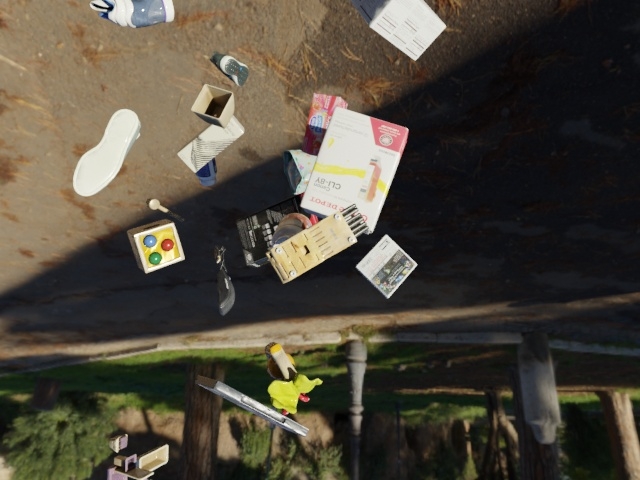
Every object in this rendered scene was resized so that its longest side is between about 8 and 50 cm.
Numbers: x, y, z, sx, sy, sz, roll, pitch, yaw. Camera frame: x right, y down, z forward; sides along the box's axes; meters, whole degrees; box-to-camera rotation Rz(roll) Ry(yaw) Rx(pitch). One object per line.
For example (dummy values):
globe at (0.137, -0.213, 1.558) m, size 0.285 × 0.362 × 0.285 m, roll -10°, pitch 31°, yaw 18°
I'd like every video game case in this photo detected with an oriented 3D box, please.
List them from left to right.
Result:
video game case at (-0.184, 0.430, 1.111) m, size 0.274 × 0.026 × 0.196 m, roll 35°, pitch 154°, yaw -18°
video game case at (0.258, 0.099, 1.660) m, size 0.173 × 0.190 × 0.022 m, roll 44°, pitch 159°, yaw 3°

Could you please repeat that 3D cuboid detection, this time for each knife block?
knife block at (0.000, 0.000, 1.112) m, size 0.276 × 0.088 × 0.242 m, roll -30°, pitch -179°, yaw -5°

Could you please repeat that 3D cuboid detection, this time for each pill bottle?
pill bottle at (-0.580, -0.372, 2.134) m, size 0.112 × 0.112 × 0.186 m, roll 3°, pitch 133°, yaw 3°
pill bottle at (-0.091, -0.004, 1.360) m, size 0.121 × 0.216 × 0.121 m, roll 1°, pitch 110°, yaw 3°

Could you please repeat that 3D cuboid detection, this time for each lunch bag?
lunch bag at (-0.070, -0.387, 2.307) m, size 0.224 × 0.262 × 0.160 m, roll -7°, pitch 149°, yaw -29°

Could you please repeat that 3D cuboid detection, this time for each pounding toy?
pounding toy at (-0.498, -0.030, 1.335) m, size 0.181 × 0.206 × 0.094 m, roll -22°, pitch -156°, yaw -33°

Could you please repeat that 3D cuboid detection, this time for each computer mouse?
computer mouse at (-0.363, 0.143, 1.620) m, size 0.060 × 0.262 × 0.184 m, roll -6°, pitch 135°, yaw -9°

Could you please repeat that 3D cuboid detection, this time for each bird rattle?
bird rattle at (-0.093, 0.387, 1.229) m, size 0.143 × 0.206 × 0.253 m, roll -27°, pitch 170°, yaw -12°

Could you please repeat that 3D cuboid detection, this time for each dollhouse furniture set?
dollhouse furniture set at (-0.287, 0.369, 0.727) m, size 0.081 × 0.090 × 0.114 m, roll -2°, pitch 176°, yaw 25°

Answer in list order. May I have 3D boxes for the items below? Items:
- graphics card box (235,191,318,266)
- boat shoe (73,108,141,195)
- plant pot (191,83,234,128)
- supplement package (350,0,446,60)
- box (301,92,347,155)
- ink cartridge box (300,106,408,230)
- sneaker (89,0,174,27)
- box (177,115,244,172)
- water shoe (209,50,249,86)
graphics card box at (-0.188, -0.045, 1.945) m, size 0.371 × 0.232 × 0.094 m, roll -22°, pitch 162°, yaw 12°
boat shoe at (-0.689, -0.276, 1.398) m, size 0.116 × 0.319 × 0.099 m, roll 25°, pitch 166°, yaw -7°
plant pot at (-0.355, -0.447, 1.451) m, size 0.109 × 0.109 × 0.096 m, roll 20°, pitch 167°, yaw 11°
supplement package at (0.243, -0.750, 1.378) m, size 0.262 × 0.204 × 0.145 m, roll 8°, pitch 138°, yaw -47°
box at (0.018, -0.493, 1.852) m, size 0.128 × 0.256 × 0.123 m, roll 15°, pitch -172°, yaw 17°
ink cartridge box at (0.123, -0.247, 1.551) m, size 0.279 × 0.384 × 0.160 m, roll 20°, pitch 180°, yaw 7°
sneaker at (-0.653, -0.830, 1.411) m, size 0.236 × 0.322 × 0.130 m, roll -21°, pitch 156°, yaw -27°
box at (-0.458, -0.417, 1.781) m, size 0.275 × 0.094 × 0.113 m, roll -37°, pitch 115°, yaw 10°
water shoe at (-0.312, -0.603, 1.476) m, size 0.080 × 0.073 × 0.203 m, roll 33°, pitch -175°, yaw 6°
